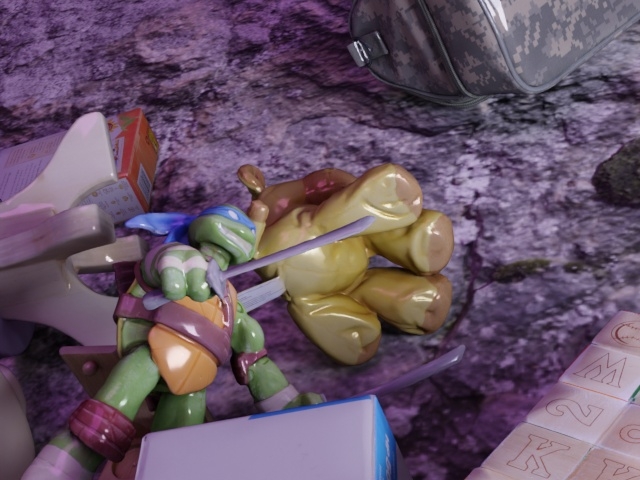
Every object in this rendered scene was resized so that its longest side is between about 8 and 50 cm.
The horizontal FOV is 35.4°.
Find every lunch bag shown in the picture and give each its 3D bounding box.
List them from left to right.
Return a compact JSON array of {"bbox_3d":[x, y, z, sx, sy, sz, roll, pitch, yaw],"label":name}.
[{"bbox_3d":[0.201,-0.294,1.121,0.305,0.212,0.256,-39,23,-25],"label":"lunch bag"}]

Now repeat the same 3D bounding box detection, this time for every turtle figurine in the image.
[{"bbox_3d":[-0.067,0.100,0.689,0.275,0.198,0.266,24,71,12],"label":"turtle figurine"}]

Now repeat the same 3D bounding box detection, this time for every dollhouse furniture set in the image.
[{"bbox_3d":[-0.148,0.177,0.782,0.144,0.123,0.151,-4,40,23],"label":"dollhouse furniture set"}]

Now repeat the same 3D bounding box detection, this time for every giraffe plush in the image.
[{"bbox_3d":[0.000,0.000,0.903,0.210,0.181,0.170,-7,24,-8],"label":"giraffe plush"}]

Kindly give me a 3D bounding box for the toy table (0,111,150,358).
[{"bbox_3d":[-0.263,0.013,0.971,0.161,0.252,0.274,-12,4,-1],"label":"toy table"}]

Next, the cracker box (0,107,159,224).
[{"bbox_3d":[-0.320,-0.067,1.223,0.232,0.067,0.155,-15,37,9],"label":"cracker box"}]

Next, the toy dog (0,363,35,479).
[{"bbox_3d":[-0.460,0.213,0.777,0.408,0.284,0.395,-16,30,10],"label":"toy dog"}]

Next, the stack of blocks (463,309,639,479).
[{"bbox_3d":[0.136,0.186,0.528,0.087,0.171,0.297,13,33,38],"label":"stack of blocks"}]

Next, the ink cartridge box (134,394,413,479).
[{"bbox_3d":[-0.009,0.199,0.620,0.148,0.203,0.086,-13,40,13],"label":"ink cartridge box"}]
